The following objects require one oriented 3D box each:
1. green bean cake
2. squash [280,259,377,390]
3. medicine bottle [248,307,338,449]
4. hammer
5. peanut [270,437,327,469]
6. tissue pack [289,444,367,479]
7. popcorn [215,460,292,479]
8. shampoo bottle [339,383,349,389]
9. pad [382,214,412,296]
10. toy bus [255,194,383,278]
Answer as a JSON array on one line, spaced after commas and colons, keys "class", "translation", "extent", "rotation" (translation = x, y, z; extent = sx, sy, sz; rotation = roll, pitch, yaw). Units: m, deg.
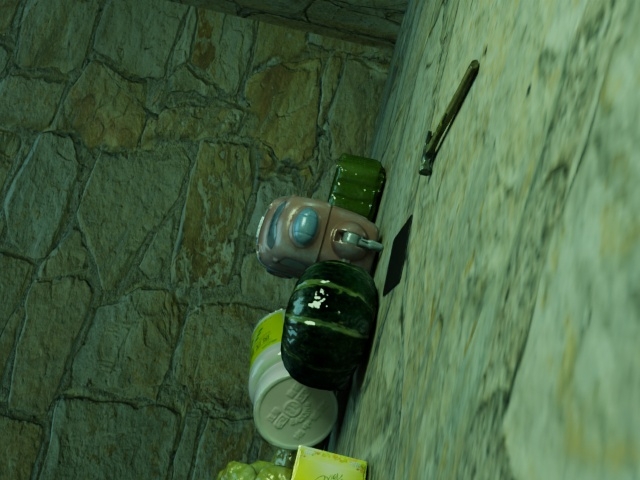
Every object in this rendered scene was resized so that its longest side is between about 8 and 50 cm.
[{"class": "green bean cake", "translation": [0.100, -0.131, 1.491], "extent": [0.247, 0.157, 0.249], "rotation": [-77, 0, -73]}, {"class": "squash", "translation": [0.016, 0.164, 0.940], "extent": [0.252, 0.165, 0.252], "rotation": [12, -90, -85]}, {"class": "medicine bottle", "translation": [-0.072, 0.328, 1.205], "extent": [0.378, 0.214, 0.213], "rotation": [-123, 45, -76]}, {"class": "hammer", "translation": [0.161, -0.157, 0.611], "extent": [0.182, 0.017, 0.062], "rotation": [104, 179, -63]}, {"class": "peanut", "translation": [-0.045, 0.543, 1.276], "extent": [0.147, 0.147, 0.305], "rotation": [101, -173, -66]}, {"class": "tissue pack", "translation": [-0.002, 0.360, 0.662], "extent": [0.062, 0.095, 0.176], "rotation": [-74, -3, -49]}, {"class": "popcorn", "translation": [-0.098, 0.510, 0.792], "extent": [0.276, 0.226, 0.276], "rotation": [16, -90, -77]}, {"class": "shampoo bottle", "translation": [0.054, 0.281, 1.111], "extent": [0.165, 0.040, 0.079], "rotation": [-71, -10, -69]}, {"class": "pad", "translation": [0.127, 0.030, 0.806], "extent": [0.157, 0.003, 0.112], "rotation": [100, -176, -75]}, {"class": "toy bus", "translation": [0.000, 0.000, 1.130], "extent": [0.232, 0.294, 0.197], "rotation": [140, 147, -75]}]
